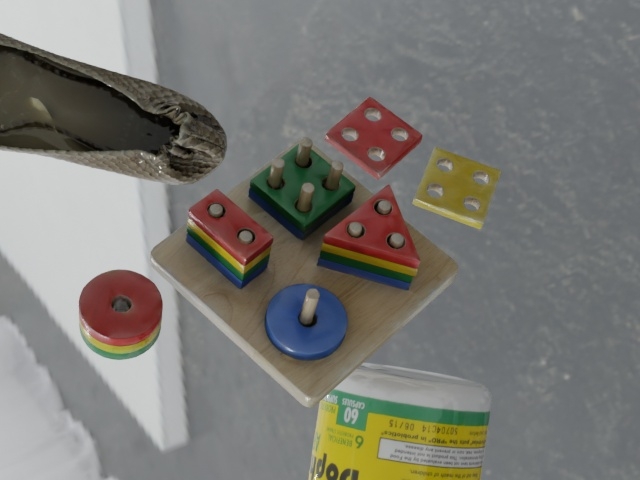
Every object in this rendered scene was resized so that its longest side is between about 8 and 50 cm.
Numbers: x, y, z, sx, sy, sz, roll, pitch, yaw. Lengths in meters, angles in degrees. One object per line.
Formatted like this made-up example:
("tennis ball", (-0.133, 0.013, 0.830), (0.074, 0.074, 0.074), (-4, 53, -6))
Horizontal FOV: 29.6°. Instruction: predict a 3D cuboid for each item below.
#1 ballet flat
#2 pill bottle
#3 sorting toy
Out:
("ballet flat", (-0.179, -0.084, 0.762), (0.058, 0.249, 0.084), (-175, 99, -76))
("pill bottle", (0.045, 0.193, 0.820), (0.117, 0.117, 0.209), (6, 87, 61))
("sorting toy", (0.000, 0.000, 0.705), (0.132, 0.274, 0.046), (41, 148, 18))
